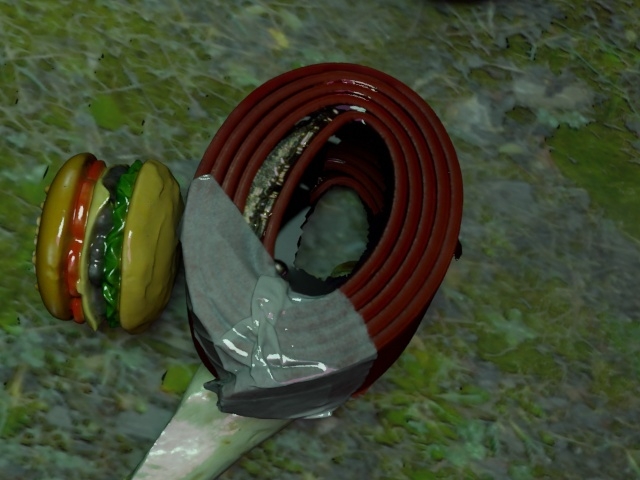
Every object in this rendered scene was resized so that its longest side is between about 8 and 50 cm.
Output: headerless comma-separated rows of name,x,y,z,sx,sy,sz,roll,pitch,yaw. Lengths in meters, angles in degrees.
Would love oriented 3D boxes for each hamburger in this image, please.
hamburger,-0.178,0.003,0.651,0.115,0.162,0.161,7,85,-5

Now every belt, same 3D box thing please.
belt,0.000,0.000,0.652,0.228,0.115,0.323,16,60,3

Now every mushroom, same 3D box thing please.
mushroom,-0.066,0.138,0.703,0.333,0.087,0.107,-33,95,-11
